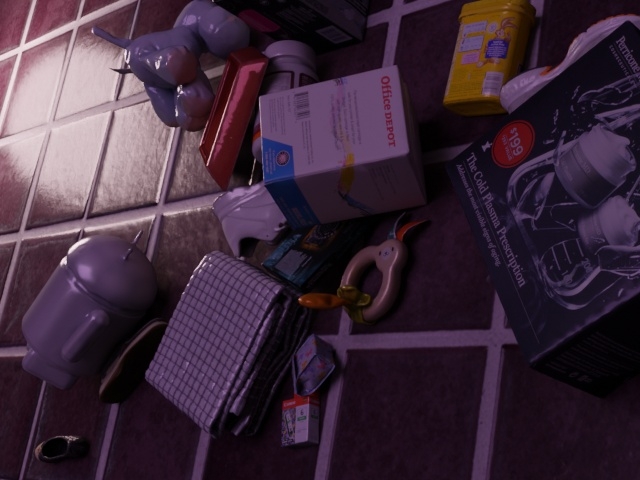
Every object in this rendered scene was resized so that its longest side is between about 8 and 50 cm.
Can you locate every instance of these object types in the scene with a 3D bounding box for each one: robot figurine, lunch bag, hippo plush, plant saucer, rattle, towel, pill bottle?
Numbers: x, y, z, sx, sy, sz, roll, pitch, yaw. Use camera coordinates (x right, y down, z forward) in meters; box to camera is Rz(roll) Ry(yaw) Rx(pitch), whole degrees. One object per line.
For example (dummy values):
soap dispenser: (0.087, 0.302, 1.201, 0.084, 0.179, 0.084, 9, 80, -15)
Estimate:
robot figurine: (-0.467, 0.133, 2.107, 0.353, 0.200, 0.300, -53, 23, 15)
lunch bag: (-0.020, 0.206, 1.690, 0.083, 0.053, 0.071, -53, 18, 18)
hippo plush: (-0.272, -0.387, 2.197, 0.294, 0.234, 0.236, 27, 61, 35)
plant saucer: (-0.176, -0.246, 1.990, 0.258, 0.048, 0.259, -124, 51, -71)
rattle: (0.066, 0.026, 1.639, 0.199, 0.143, 0.130, -58, 22, 18)
towel: (-0.154, 0.183, 1.811, 0.235, 0.121, 0.283, 26, 92, 46)
pill bottle: (-0.061, -0.252, 1.921, 0.121, 0.121, 0.221, -21, 56, 40)

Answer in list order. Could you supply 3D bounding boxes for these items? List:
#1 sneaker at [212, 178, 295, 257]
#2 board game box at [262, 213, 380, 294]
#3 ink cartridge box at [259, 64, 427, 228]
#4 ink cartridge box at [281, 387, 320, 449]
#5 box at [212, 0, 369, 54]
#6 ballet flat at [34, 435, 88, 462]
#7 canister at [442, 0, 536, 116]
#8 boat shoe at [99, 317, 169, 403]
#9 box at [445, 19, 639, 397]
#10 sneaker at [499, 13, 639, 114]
sneaker: (-0.065, -0.067, 1.871, 0.297, 0.111, 0.129, -32, 68, 37)
board game box: (0.000, 0.000, 1.751, 0.186, 0.026, 0.126, -46, 36, -12)
ink cartridge box: (0.040, -0.144, 1.660, 0.233, 0.168, 0.171, -10, 61, 12)
ink cartridge box: (-0.033, 0.280, 1.697, 0.063, 0.029, 0.115, -21, 57, 39)
box: (-0.046, -0.465, 1.912, 0.163, 0.247, 0.142, -7, 67, 45)
ballet flat: (-0.548, 0.430, 2.163, 0.173, 0.049, 0.057, -18, 58, 41)
canister: (0.263, -0.286, 1.627, 0.126, 0.073, 0.169, 2, 74, 48)
boat shoe: (-0.378, 0.228, 2.057, 0.223, 0.080, 0.073, -53, 47, 21)
box: (0.370, -0.037, 1.307, 0.312, 0.179, 0.343, -39, 47, 26)
sneaker: (0.378, -0.213, 1.464, 0.262, 0.099, 0.121, -33, 57, 42)
